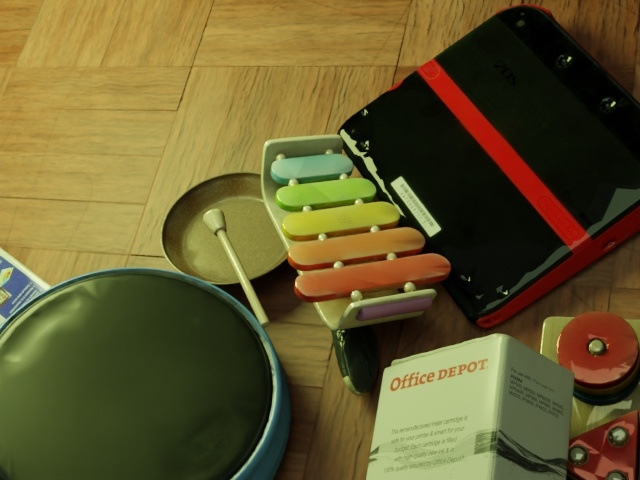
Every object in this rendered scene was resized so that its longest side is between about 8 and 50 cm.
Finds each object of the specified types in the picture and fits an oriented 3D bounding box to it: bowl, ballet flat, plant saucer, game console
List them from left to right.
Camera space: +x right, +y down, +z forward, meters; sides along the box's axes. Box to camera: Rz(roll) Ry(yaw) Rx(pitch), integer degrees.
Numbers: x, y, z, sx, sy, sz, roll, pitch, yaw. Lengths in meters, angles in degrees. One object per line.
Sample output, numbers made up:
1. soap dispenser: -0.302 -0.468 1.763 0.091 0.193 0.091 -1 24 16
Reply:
1. bowl: -0.230 0.193 1.266 0.390 0.077 0.391 2 49 -2
2. plant saucer: -0.116 -0.010 1.438 0.198 0.036 0.199 -5 49 6
3. ballet flat: 0.034 0.118 1.330 0.049 0.057 0.173 -46 44 39
4. game console: 0.244 -0.114 1.389 0.342 0.060 0.387 -36 55 3

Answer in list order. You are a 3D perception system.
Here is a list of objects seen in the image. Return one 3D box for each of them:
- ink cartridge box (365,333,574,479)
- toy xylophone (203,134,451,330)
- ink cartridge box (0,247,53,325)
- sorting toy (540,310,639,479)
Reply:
1. ink cartridge box: 0.147 0.256 1.111 0.197 0.114 0.273 -23 48 49
2. toy xylophone: 0.000 0.000 1.326 0.236 0.081 0.323 -14 50 -29
3. ink cartridge box: -0.421 0.129 1.462 0.332 0.065 0.165 31 74 32
4. sorting toy: 0.355 0.193 1.141 0.255 0.089 0.257 1 61 19
